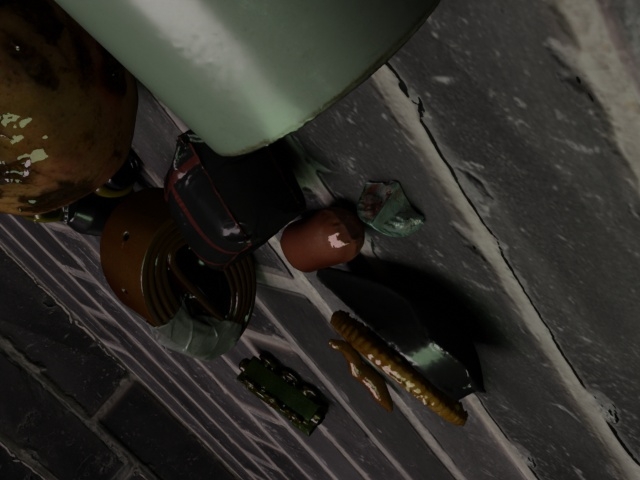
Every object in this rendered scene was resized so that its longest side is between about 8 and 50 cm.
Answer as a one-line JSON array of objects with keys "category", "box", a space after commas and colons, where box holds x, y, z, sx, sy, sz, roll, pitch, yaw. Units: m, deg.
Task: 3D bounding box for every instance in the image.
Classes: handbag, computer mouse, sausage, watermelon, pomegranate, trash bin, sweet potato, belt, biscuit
[{"category": "handbag", "box": [-0.120, -0.066, 1.164, 0.169, 0.155, 0.215, 55, 159, 0]}, {"category": "computer mouse", "box": [0.117, 0.108, 1.214, 0.168, 0.087, 0.295, 41, 178, -41]}, {"category": "sausage", "box": [0.000, 0.000, 1.204, 0.077, 0.077, 0.194, 44, 156, -12]}, {"category": "watermelon", "box": [0.087, -0.041, 1.040, 0.085, 0.085, 0.061, 33, 128, 17]}, {"category": "pomegranate", "box": [-0.381, -0.192, 1.144, 0.322, 0.322, 0.322, 33, 158, 16]}, {"category": "trash bin", "box": [-0.126, -0.290, 0.580, 0.432, 0.280, 0.280, 46, 158, -24]}, {"category": "sweet potato", "box": [0.075, 0.236, 1.588, 0.179, 0.044, 0.044, 52, 156, -11]}, {"category": "belt", "box": [-0.226, 0.061, 1.493, 0.122, 0.217, 0.338, 26, 156, 34]}, {"category": "biscuit", "box": [0.117, 0.185, 1.320, 0.254, 0.035, 0.254, 39, 180, 0]}]

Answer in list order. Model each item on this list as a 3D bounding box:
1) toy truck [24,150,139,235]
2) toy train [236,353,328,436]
[{"category": "toy truck", "box": [-0.424, -0.084, 1.531, 0.147, 0.224, 0.165, 15, 105, 41]}, {"category": "toy train", "box": [-0.086, 0.344, 1.997, 0.226, 0.090, 0.137, 35, 161, 13]}]
